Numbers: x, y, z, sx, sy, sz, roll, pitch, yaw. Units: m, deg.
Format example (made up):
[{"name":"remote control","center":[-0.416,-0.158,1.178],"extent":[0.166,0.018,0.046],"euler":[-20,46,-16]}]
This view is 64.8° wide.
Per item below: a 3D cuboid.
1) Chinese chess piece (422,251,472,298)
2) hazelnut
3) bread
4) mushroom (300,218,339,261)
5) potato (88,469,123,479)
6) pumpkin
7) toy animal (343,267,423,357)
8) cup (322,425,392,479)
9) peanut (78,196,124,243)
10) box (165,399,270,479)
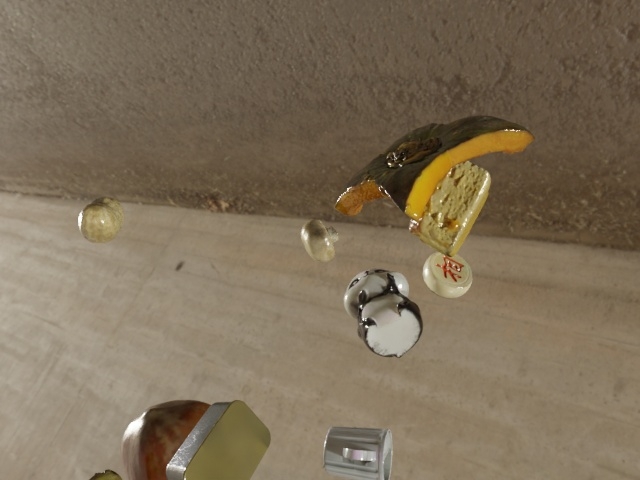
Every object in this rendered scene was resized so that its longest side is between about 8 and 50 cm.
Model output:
[{"name":"Chinese chess piece","center":[0.312,0.083,1.240],"extent":[0.122,0.122,0.051],"euler":[24,139,1]},{"name":"hazelnut","center":[-0.416,0.654,1.525],"extent":[0.365,0.366,0.366],"euler":[21,159,9]},{"name":"bread","center":[0.280,-0.066,1.090],"extent":[0.114,0.185,0.274],"euler":[28,-176,15]},{"name":"mushroom","center":[0.000,0.000,1.865],"extent":[0.166,0.127,0.166],"euler":[159,90,-79]},{"name":"potato","center":[-0.550,0.684,1.254],"extent":[0.081,0.201,0.164],"euler":[19,175,26]},{"name":"pumpkin","center":[0.186,-0.140,0.922],"extent":[0.258,0.290,0.095],"euler":[20,143,61]},{"name":"toy animal","center":[0.212,0.235,1.782],"extent":[0.251,0.251,0.310],"euler":[37,-160,-28]},{"name":"cup","center":[0.118,0.666,1.611],"extent":[0.201,0.167,0.221],"euler":[0,129,18]},{"name":"peanut","center":[-0.510,-0.051,1.189],"extent":[0.085,0.104,0.228],"euler":[4,-175,-15]},{"name":"box","center":[-0.213,0.451,1.063],"extent":[0.090,0.201,0.145],"euler":[-16,119,43]}]
